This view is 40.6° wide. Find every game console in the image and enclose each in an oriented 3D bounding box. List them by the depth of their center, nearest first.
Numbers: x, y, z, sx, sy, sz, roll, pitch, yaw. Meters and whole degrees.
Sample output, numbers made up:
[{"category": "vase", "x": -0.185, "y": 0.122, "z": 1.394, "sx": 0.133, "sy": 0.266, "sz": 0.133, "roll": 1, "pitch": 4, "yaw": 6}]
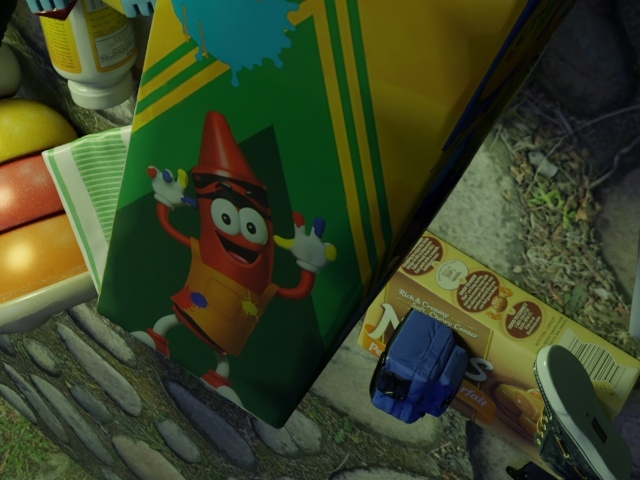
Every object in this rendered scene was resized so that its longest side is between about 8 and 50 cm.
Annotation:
[{"category": "game console", "x": 0.335, "y": 0.345, "z": 1.213, "sx": 0.122, "sy": 0.071, "sz": 0.107, "roll": 43, "pitch": 175, "yaw": 4}]

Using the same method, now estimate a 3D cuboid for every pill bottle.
[{"category": "pill bottle", "x": -0.307, "y": -0.283, "z": 1.146, "sx": 0.117, "sy": 0.117, "sz": 0.208, "roll": 25, "pitch": 140, "yaw": 26}]

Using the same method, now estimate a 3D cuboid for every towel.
[{"category": "towel", "x": -0.200, "y": -0.045, "z": 1.181, "sx": 0.325, "sy": 0.038, "sz": 0.248, "roll": -8, "pitch": 113, "yaw": 19}]

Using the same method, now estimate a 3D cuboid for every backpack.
[{"category": "backpack", "x": 0.113, "y": 0.163, "z": 1.028, "sx": 0.101, "sy": 0.098, "sz": 0.120, "roll": 32, "pitch": 140, "yaw": 13}]

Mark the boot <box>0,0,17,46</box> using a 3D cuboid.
[{"category": "boot", "x": -0.568, "y": -0.360, "z": 1.284, "sx": 0.207, "sy": 0.094, "sz": 0.246, "roll": 36, "pitch": 105, "yaw": 12}]

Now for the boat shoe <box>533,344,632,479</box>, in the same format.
[{"category": "boat shoe", "x": 0.261, "y": 0.195, "z": 0.944, "sx": 0.083, "sy": 0.065, "sz": 0.183, "roll": -16, "pitch": 113, "yaw": 47}]

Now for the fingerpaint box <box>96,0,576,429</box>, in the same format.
[{"category": "fingerpaint box", "x": 0.069, "y": -0.150, "z": 0.584, "sx": 0.163, "sy": 0.445, "sz": 0.371, "roll": 33, "pitch": 137, "yaw": 6}]

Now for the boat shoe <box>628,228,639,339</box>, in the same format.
[{"category": "boat shoe", "x": 0.343, "y": -0.012, "z": 0.792, "sx": 0.094, "sy": 0.109, "sz": 0.302, "roll": 7, "pitch": 141, "yaw": 21}]

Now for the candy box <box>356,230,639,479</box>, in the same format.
[{"category": "candy box", "x": 0.208, "y": 0.139, "z": 1.069, "sx": 0.316, "sy": 0.087, "sz": 0.183, "roll": 33, "pitch": 141, "yaw": 17}]

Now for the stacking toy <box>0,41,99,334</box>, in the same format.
[{"category": "stacking toy", "x": -0.490, "y": -0.106, "z": 1.414, "sx": 0.350, "sy": 0.350, "sz": 0.480, "roll": -18, "pitch": 94, "yaw": 52}]

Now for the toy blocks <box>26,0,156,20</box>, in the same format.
[{"category": "toy blocks", "x": -0.224, "y": -0.357, "z": 0.910, "sx": 0.381, "sy": 0.191, "sz": 0.261, "roll": -3, "pitch": 128, "yaw": 16}]
